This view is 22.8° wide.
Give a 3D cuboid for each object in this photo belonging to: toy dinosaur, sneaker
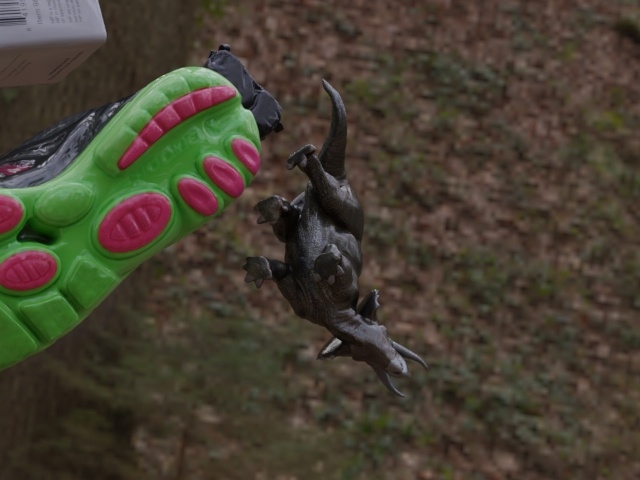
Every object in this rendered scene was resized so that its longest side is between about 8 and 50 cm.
[{"bbox_3d":[0.000,0.000,1.578,0.121,0.313,0.160,-18,-23,14],"label":"toy dinosaur"},{"bbox_3d":[-0.271,-0.001,1.494,0.483,0.185,0.202,-28,6,-31],"label":"sneaker"}]

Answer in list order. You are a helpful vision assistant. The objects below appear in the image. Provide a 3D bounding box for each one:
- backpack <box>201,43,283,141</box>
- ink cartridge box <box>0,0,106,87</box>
[{"bbox_3d":[-0.159,-0.172,2.265,0.182,0.152,0.115,-32,7,47],"label":"backpack"},{"bbox_3d":[-0.486,-0.325,1.855,0.395,0.285,0.166,-9,-10,-34],"label":"ink cartridge box"}]
